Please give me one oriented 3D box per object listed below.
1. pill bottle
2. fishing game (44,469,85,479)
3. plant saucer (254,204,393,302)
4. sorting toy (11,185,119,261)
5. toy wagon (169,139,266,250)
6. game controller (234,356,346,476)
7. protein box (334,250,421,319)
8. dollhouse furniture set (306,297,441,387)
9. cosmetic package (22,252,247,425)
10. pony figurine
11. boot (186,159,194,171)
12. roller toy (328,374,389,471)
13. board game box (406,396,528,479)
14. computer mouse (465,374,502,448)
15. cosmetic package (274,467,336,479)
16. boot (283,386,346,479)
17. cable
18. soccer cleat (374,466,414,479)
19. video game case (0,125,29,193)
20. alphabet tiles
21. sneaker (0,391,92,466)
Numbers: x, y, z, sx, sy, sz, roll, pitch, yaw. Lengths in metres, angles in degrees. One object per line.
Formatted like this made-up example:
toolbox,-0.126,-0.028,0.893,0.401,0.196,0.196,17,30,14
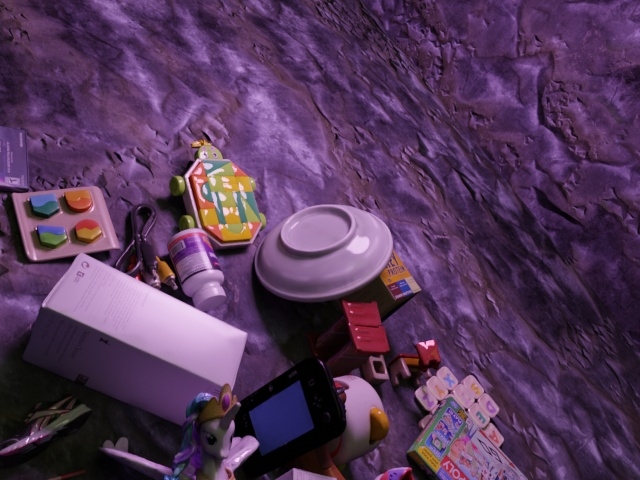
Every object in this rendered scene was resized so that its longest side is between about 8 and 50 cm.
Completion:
pill bottle,-0.309,0.076,1.414,0.108,0.108,0.194,-4,58,-42
fishing game,-0.440,0.529,0.943,0.189,0.041,0.264,1,54,-43
plant saucer,0.000,0.000,1.563,0.400,0.101,0.401,-8,39,7
sorting toy,-0.600,-0.048,1.321,0.208,0.038,0.193,-8,60,-37
toy wagon,-0.299,-0.142,1.610,0.267,0.068,0.345,-6,74,-44
game controller,-0.076,0.373,1.173,0.067,0.319,0.167,0,58,-52
protein box,0.150,0.133,1.680,0.136,0.200,0.201,-13,63,-47
dollhouse furniture set,0.173,0.293,1.552,0.374,0.201,0.152,11,48,-32
cosmetic package,-0.372,0.217,1.149,0.384,0.217,0.156,29,40,-14
pony figurine,-0.217,0.455,1.007,0.302,0.351,0.364,5,70,-33
boot,-0.350,-0.183,1.671,0.099,0.045,0.121,20,44,-31
roller toy,0.054,0.423,1.333,0.146,0.209,0.191,-3,49,-43
board game box,0.409,0.623,1.537,0.317,0.046,0.213,47,51,4
computer mouse,0.512,0.532,1.749,0.071,0.041,0.242,7,50,-35
cosmetic package,-0.073,0.523,1.100,0.098,0.239,0.061,24,43,-21
boot,0.020,0.483,1.199,0.096,0.264,0.281,3,50,-57
cable,-0.456,0.024,1.403,0.139,0.072,0.287,-7,46,-24
soccer cleat,0.236,0.692,1.305,0.108,0.116,0.318,-5,58,-43
video game case,-0.832,-0.207,1.296,0.274,0.026,0.196,6,51,-38
alphabet tiles,0.413,0.521,1.651,0.284,0.021,0.278,-27,74,-39
sneaker,-0.522,0.343,1.033,0.077,0.072,0.178,41,29,17
